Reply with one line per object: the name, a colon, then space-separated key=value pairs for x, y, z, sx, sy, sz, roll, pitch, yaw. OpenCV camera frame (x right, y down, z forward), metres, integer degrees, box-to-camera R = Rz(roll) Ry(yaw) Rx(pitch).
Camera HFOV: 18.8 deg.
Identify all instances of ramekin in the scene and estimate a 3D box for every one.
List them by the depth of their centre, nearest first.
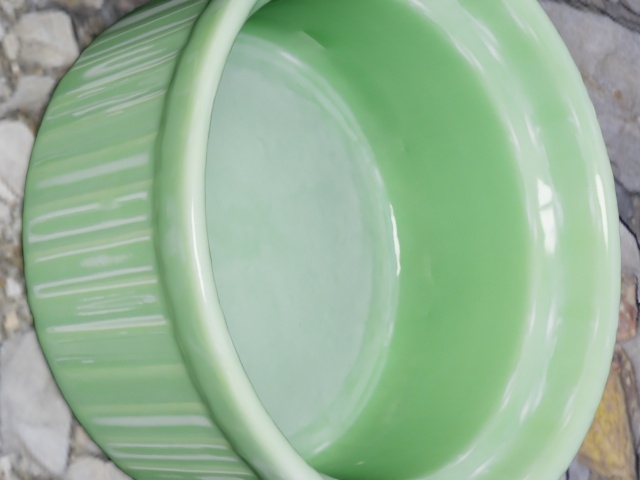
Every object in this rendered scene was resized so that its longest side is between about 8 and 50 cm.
ramekin: x=0.000 y=0.000 z=0.951 sx=0.303 sy=0.148 sz=0.303 roll=9 pitch=77 yaw=-45
